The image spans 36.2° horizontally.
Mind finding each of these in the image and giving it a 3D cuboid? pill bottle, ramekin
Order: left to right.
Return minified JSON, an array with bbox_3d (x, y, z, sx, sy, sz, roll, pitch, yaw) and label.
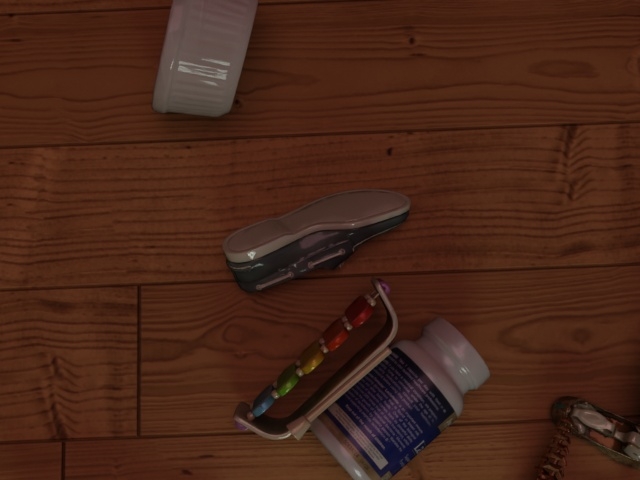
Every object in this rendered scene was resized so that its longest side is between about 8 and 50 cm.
[{"bbox_3d":[-0.183,-0.327,1.597,0.127,0.273,0.273,14,77,-8],"label":"ramekin"},{"bbox_3d":[0.123,0.248,1.504,0.264,0.153,0.153,-40,79,-8],"label":"pill bottle"}]

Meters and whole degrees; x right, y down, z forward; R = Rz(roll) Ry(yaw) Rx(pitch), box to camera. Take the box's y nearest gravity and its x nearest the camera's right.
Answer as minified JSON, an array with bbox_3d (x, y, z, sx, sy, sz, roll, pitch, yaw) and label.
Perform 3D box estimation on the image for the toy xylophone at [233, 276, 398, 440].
[{"bbox_3d":[0.007,0.188,1.486,0.322,0.236,0.081,-44,92,-7],"label":"toy xylophone"}]

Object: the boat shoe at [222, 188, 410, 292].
[{"bbox_3d":[0.000,0.000,1.612,0.319,0.116,0.099,-18,120,-10],"label":"boat shoe"}]

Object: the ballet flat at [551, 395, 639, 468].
[{"bbox_3d":[0.462,0.304,1.531,0.206,0.067,0.073,21,78,5],"label":"ballet flat"}]

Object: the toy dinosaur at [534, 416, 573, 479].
[{"bbox_3d":[0.381,0.441,1.465,0.218,0.164,0.322,-4,100,16],"label":"toy dinosaur"}]
